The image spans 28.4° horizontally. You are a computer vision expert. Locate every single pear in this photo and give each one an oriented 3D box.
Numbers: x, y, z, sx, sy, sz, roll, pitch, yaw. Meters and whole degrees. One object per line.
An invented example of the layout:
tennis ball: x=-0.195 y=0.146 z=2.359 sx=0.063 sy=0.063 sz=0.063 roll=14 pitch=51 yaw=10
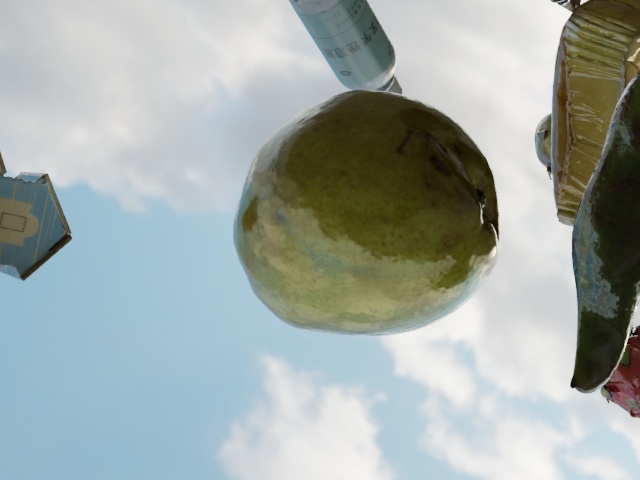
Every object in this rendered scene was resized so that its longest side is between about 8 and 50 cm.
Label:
pear: x=0.065 y=-0.023 z=1.477 sx=0.304 sy=0.304 sz=0.304 roll=24 pitch=-151 yaw=-14

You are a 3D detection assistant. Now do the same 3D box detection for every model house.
model house: x=-0.427 y=-0.032 z=1.584 sx=0.207 sy=0.270 sz=0.178 roll=12 pitch=175 yaw=-26

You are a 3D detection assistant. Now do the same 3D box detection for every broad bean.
broad bean: x=0.249 y=-0.044 z=0.991 sx=0.077 sy=0.338 sz=0.061 roll=23 pitch=176 yaw=-23

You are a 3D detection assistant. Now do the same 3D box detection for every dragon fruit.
dragon fruit: x=0.337 y=0.133 z=1.327 sx=0.081 sy=0.086 sz=0.116 roll=-1 pitch=-127 yaw=21

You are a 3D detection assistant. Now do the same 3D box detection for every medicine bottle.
medicine bottle: x=0.065 y=-0.314 z=2.114 sx=0.352 sy=0.110 sz=0.110 roll=54 pitch=-173 yaw=-43

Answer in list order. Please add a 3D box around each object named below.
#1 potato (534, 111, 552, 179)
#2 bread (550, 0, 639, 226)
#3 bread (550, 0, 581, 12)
potato: x=0.456 y=-0.127 z=1.797 sx=0.300 sy=0.140 sz=0.173 roll=3 pitch=177 yaw=5
bread: x=0.359 y=-0.150 z=1.541 sx=0.153 sy=0.288 sz=0.119 roll=-27 pitch=-145 yaw=-35
bread: x=0.252 y=-0.410 z=1.607 sx=0.133 sy=0.251 sz=0.174 roll=-5 pitch=-179 yaw=29
